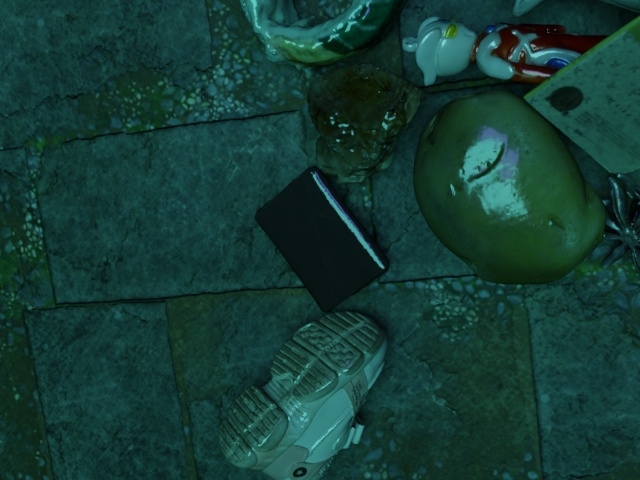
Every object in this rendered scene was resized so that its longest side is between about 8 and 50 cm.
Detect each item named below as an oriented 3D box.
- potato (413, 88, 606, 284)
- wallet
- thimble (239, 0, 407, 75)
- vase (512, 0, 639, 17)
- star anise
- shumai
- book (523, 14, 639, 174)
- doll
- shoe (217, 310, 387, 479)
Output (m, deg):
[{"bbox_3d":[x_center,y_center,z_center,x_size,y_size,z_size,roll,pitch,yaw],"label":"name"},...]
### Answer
[{"bbox_3d":[0.282,-0.075,1.228,0.243,0.221,0.326,-33,93,8],"label":"potato"},{"bbox_3d":[0.000,0.000,1.390,0.182,0.049,0.229,-39,87,37],"label":"wallet"},{"bbox_3d":[0.005,-0.412,1.272,0.254,0.167,0.288,37,105,7],"label":"thimble"},{"bbox_3d":[0.491,-0.411,1.112,0.446,0.250,0.249,7,101,20],"label":"vase"},{"bbox_3d":[0.510,-0.018,1.239,0.204,0.061,0.181,55,148,0],"label":"star anise"},{"bbox_3d":[0.089,-0.183,1.298,0.218,0.184,0.185,9,141,37],"label":"shumai"},{"bbox_3d":[0.489,-0.228,1.081,0.239,0.035,0.352,29,138,-28],"label":"book"},{"bbox_3d":[0.318,-0.288,1.205,0.384,0.188,0.099,3,124,7],"label":"doll"},{"bbox_3d":[-0.004,0.290,1.406,0.351,0.172,0.198,-41,125,-1],"label":"shoe"}]
